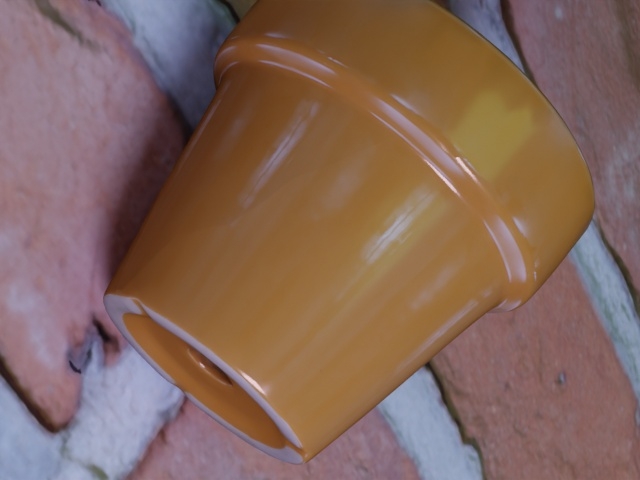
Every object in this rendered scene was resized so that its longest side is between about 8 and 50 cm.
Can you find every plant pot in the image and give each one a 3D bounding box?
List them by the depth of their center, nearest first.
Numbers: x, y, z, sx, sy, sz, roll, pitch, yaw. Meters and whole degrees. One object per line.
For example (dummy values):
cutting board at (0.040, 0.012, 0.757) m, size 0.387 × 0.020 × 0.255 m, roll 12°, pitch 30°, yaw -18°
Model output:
plant pot at (0.000, 0.000, 0.773) m, size 0.188 × 0.205 × 0.205 m, roll -51°, pitch 126°, yaw -18°
